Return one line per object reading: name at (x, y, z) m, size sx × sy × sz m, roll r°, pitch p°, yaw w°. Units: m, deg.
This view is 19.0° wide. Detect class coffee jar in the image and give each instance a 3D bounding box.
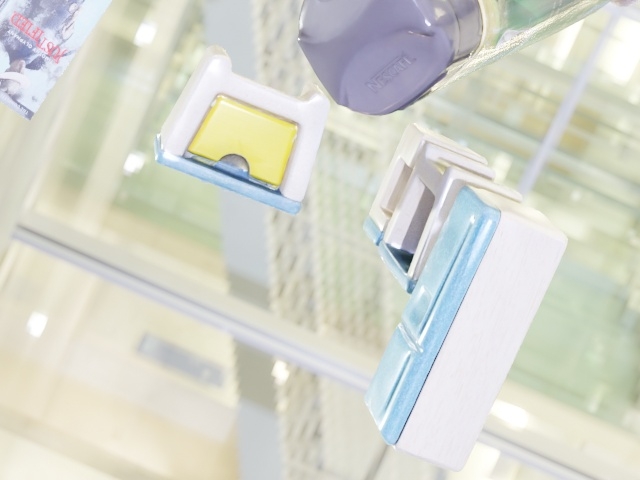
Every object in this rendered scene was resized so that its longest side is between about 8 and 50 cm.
coffee jar at (0.076, -0.127, 0.954) m, size 0.184 × 0.079 × 0.096 m, roll -29°, pitch 174°, yaw -43°

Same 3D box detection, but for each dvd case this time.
dvd case at (-0.217, -0.159, 1.460) m, size 0.119 × 0.013 × 0.087 m, roll -55°, pitch 141°, yaw -2°

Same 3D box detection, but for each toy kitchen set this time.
toy kitchen set at (0.000, 0.000, 0.945) m, size 0.207 × 0.166 × 0.122 m, roll -120°, pitch -128°, yaw -74°

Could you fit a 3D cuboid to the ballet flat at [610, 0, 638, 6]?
ballet flat at (0.283, -0.321, 1.466) m, size 0.107 × 0.106 × 0.316 m, roll -5°, pitch -106°, yaw 59°
